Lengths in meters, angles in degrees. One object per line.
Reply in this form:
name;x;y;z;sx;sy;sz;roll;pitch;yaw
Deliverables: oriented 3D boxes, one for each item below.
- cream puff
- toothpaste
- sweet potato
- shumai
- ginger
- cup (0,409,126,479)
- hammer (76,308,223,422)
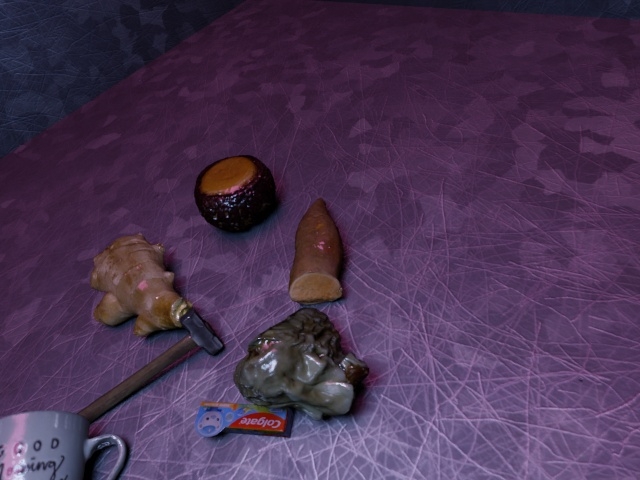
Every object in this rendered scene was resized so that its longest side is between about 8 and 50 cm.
cream puff;-0.243;-0.133;1.294;0.239;0.164;0.239;-10;46;10
toothpaste;-0.154;0.366;0.888;0.194;0.044;0.070;-3;49;17
sweet potato;-0.003;-0.001;1.120;0.131;0.131;0.336;-7;48;14
shumai;-0.029;0.256;0.868;0.218;0.189;0.256;34;25;16
ginger;-0.481;0.130;1.140;0.236;0.166;0.375;-27;36;-17
cup;-0.510;0.466;0.852;0.258;0.186;0.234;-3;50;-21
hammer;-0.401;0.303;1.007;0.366;0.111;0.043;-36;20;-5
